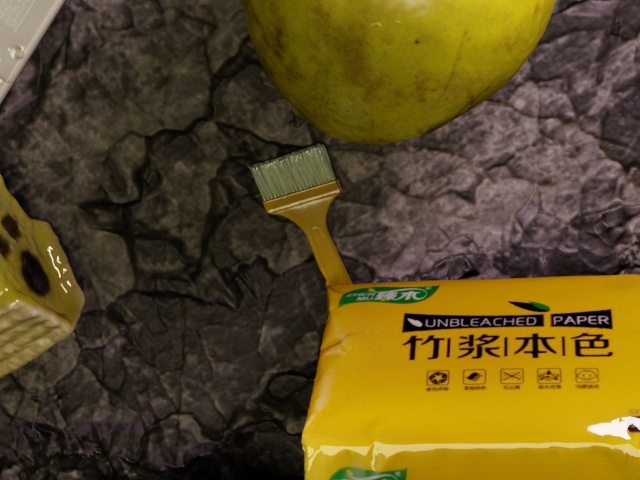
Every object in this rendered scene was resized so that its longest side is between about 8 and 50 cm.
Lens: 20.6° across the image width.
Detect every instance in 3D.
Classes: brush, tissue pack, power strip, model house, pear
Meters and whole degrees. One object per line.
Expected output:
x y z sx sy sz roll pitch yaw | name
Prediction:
0.000 0.000 1.816 0.083 0.011 0.205 -16 114 14 | brush
0.183 0.185 1.728 0.382 0.293 0.228 -2 122 8 | tissue pack
-0.306 -0.233 1.713 0.098 0.058 0.338 33 115 -10 | power strip
-0.369 0.044 1.813 0.193 0.175 0.234 -29 119 19 | model house
0.057 -0.228 1.560 0.287 0.287 0.375 28 131 -7 | pear
